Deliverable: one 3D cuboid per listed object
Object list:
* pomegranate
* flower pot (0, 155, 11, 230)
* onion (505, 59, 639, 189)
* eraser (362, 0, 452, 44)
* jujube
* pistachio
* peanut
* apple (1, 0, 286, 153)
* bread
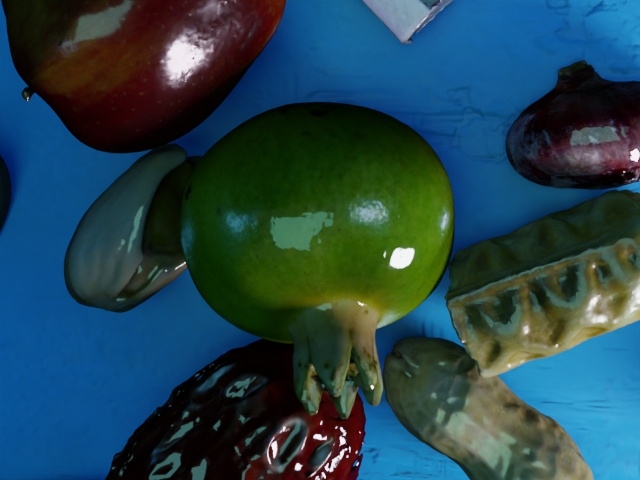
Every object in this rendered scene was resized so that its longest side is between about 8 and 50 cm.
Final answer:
[{"bbox_3d":[0.000,0.000,1.097,0.309,0.216,0.359,-7,59,-1],"label":"pomegranate"},{"bbox_3d":[-0.523,-0.058,1.268,0.148,0.235,0.235,35,105,25],"label":"flower pot"},{"bbox_3d":[0.306,-0.124,1.129,0.206,0.098,0.151,-15,97,14],"label":"onion"},{"bbox_3d":[0.044,-0.368,1.149,0.287,0.086,0.130,46,105,2],"label":"eraser"},{"bbox_3d":[-0.114,0.289,1.205,0.258,0.258,0.377,37,105,4],"label":"jujube"},{"bbox_3d":[-0.219,-0.013,1.237,0.238,0.137,0.153,-46,52,14],"label":"pistachio"},{"bbox_3d":[0.193,0.221,1.195,0.290,0.130,0.130,42,104,9],"label":"peanut"},{"bbox_3d":[-0.198,-0.257,1.124,0.317,0.288,0.288,-38,90,5],"label":"apple"},{"bbox_3d":[0.278,0.041,1.142,0.267,0.130,0.152,-23,77,14],"label":"bread"}]
